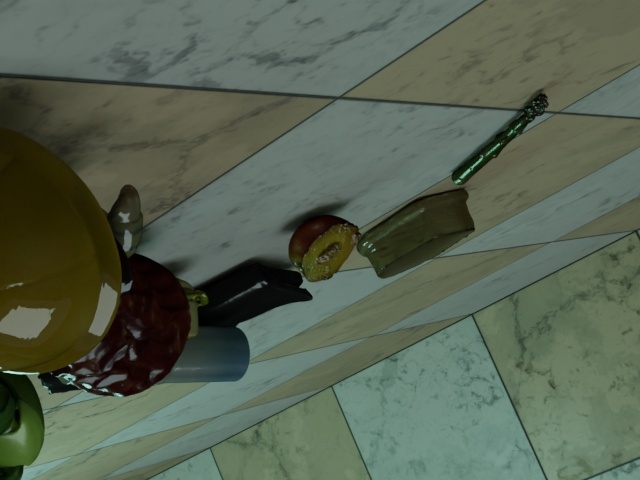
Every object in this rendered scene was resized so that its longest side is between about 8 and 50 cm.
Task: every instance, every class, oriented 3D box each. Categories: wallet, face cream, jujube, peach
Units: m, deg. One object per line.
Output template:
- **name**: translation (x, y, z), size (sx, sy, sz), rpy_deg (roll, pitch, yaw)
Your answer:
- **wallet**: translation (-0.202, 0.128, 1.787), size (0.377, 0.051, 0.197), rpy_deg (-25, 166, 16)
- **face cream**: translation (-0.213, 0.146, 1.641), size (0.250, 0.077, 0.077), rpy_deg (5, 153, -37)
- **jujube**: translation (-0.223, 0.077, 1.296), size (0.155, 0.155, 0.230), rpy_deg (-25, 160, 9)
- **peach**: translation (-0.001, 0.001, 1.580), size (0.098, 0.061, 0.098), rpy_deg (-34, 147, -26)

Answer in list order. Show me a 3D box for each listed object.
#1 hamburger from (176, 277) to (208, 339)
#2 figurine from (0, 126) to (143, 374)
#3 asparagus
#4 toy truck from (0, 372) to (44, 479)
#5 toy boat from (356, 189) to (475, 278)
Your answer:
- **hamburger**: translation (-0.202, 0.087, 1.532), size (0.141, 0.081, 0.126), rpy_deg (-17, 173, 41)
- **figurine**: translation (-0.221, 0.014, 0.938), size (0.192, 0.167, 0.257), rpy_deg (2, 174, 9)
- **asparagus**: translation (0.220, -0.121, 1.556), size (0.024, 0.025, 0.248), rpy_deg (24, 154, -10)
- **toy truck**: translation (-0.378, 0.150, 1.287), size (0.187, 0.210, 0.148), rpy_deg (-8, 138, -13)
- **toy boat**: translation (0.127, -0.001, 1.815), size (0.116, 0.061, 0.188), rpy_deg (-13, 165, -42)
